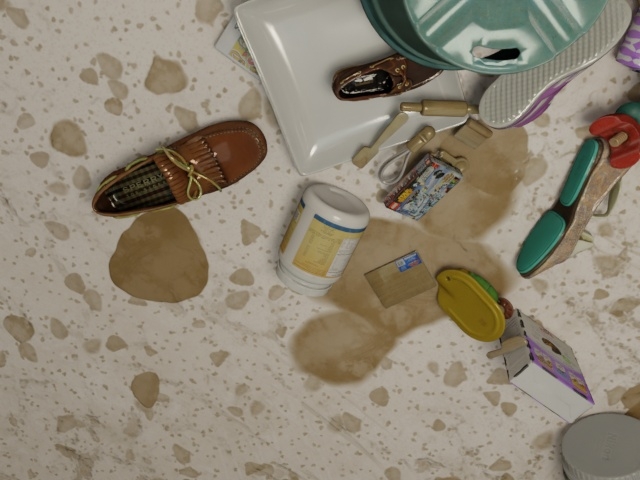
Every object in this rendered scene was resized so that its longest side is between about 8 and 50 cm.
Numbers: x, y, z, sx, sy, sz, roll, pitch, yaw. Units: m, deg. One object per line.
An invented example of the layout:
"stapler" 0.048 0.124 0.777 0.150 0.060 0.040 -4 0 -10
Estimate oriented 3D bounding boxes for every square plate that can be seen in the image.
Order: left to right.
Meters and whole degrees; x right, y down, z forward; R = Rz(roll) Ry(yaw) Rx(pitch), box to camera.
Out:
"square plate" 0.065 -0.323 1.150 0.348 0.049 0.343 -17 118 9

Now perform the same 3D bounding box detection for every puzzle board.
"puzzle board" 0.176 0.086 1.370 0.128 0.011 0.096 -27 107 17

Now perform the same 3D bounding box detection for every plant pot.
"plant pot" 0.219 -0.381 0.854 0.342 0.334 0.340 1 114 2

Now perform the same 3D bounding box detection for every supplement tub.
"supplement tub" 0.000 0.000 1.278 0.145 0.144 0.199 24 115 -4

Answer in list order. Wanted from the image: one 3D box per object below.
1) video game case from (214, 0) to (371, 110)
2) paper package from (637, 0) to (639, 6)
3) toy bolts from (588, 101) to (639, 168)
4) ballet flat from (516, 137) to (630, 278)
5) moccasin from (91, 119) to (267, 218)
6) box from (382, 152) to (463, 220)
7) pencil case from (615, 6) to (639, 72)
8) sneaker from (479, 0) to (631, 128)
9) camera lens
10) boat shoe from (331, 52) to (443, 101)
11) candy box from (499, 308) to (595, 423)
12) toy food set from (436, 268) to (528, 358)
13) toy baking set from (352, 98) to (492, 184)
"video game case" -0.052 -0.381 1.176 0.227 0.026 0.206 35 114 -9
"paper package" 0.601 -0.524 0.893 0.325 0.168 0.309 -27 98 2
"toy bolts" 0.613 -0.199 1.064 0.159 0.228 0.218 -35 99 -26
"ballet flat" 0.504 -0.044 1.223 0.106 0.107 0.315 19 117 -10
"moccasin" -0.285 -0.136 1.249 0.380 0.147 0.139 -13 112 12
"box" 0.202 -0.103 1.239 0.094 0.027 0.137 20 128 -35
"pencil case" 0.584 -0.383 1.063 0.088 0.086 0.206 29 120 27
"sneaker" 0.407 -0.301 1.094 0.282 0.161 0.102 -38 75 24
"camera lens" 0.676 0.561 1.411 0.220 0.219 0.274 -18 111 14
"boat shoe" 0.123 -0.286 1.103 0.207 0.073 0.073 -16 118 6
"candy box" 0.465 0.258 1.310 0.165 0.196 0.070 35 115 -9
"toy food set" 0.342 0.140 1.324 0.218 0.071 0.128 50 141 11
"toy baking set" 0.198 -0.182 1.190 0.257 0.030 0.196 3 131 -11
